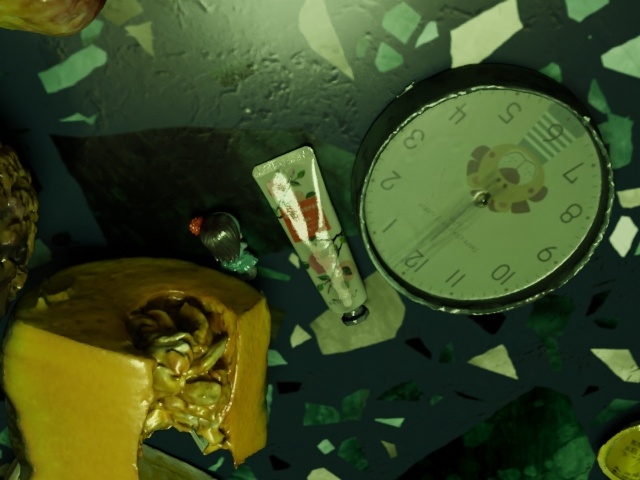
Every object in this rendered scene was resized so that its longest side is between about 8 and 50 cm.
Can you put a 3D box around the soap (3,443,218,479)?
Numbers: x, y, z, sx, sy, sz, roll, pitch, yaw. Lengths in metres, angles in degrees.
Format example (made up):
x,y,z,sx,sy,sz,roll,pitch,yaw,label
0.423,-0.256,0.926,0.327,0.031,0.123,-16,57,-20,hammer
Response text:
x,y,z,sx,sy,sz,roll,pitch,yaw,label
-0.336,0.436,1.259,0.293,0.156,0.335,28,115,-12,soap

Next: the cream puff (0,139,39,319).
x,y,z,sx,sy,sz,roll,pitch,yaw,label
-0.437,0.026,0.919,0.231,0.327,0.343,33,80,3,cream puff

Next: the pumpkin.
x,y,z,sx,sy,sz,roll,pitch,yaw,label
-0.213,0.158,1.040,0.256,0.303,0.226,24,116,33,pumpkin

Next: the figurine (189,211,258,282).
x,y,z,sx,sy,sz,roll,pitch,yaw,label
-0.114,0.010,1.089,0.059,0.047,0.106,-5,131,26,figurine

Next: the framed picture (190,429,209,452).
x,y,z,sx,sy,sz,roll,pitch,yaw,label
-0.154,0.255,1.245,0.066,0.007,0.089,-19,118,8,framed picture

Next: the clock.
x,y,z,sx,sy,sz,roll,pitch,yaw,label
0.190,-0.052,1.051,0.312,0.061,0.313,-1,119,-2,clock

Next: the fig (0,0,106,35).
x,y,z,sx,sy,sz,roll,pitch,yaw,label
-0.334,-0.271,0.886,0.257,0.159,0.159,-5,122,25,fig

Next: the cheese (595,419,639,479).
x,y,z,sx,sy,sz,roll,pitch,yaw,label
0.460,0.325,1.268,0.156,0.064,0.250,5,129,-3,cheese

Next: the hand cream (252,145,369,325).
x,y,z,sx,sy,sz,roll,pitch,yaw,label
0.000,0.000,1.088,0.080,0.050,0.234,-20,112,14,hand cream
